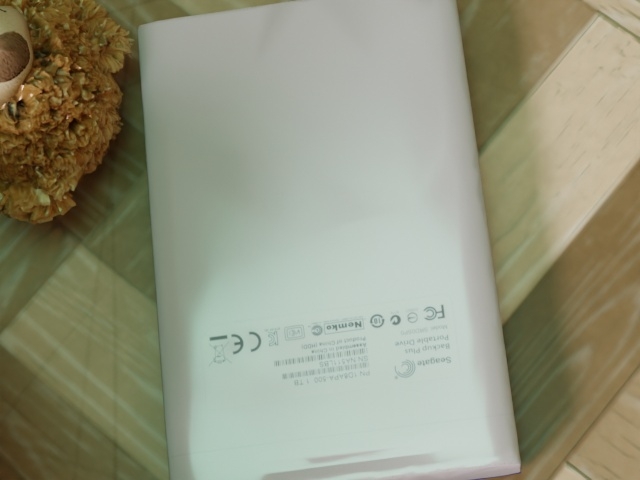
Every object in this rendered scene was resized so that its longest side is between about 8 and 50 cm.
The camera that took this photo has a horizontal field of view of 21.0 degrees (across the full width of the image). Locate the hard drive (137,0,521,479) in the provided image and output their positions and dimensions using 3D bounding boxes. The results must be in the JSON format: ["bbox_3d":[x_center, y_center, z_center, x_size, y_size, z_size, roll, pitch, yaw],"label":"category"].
[{"bbox_3d":[0.000,0.000,1.082,0.210,0.040,0.319,-8,71,5],"label":"hard drive"}]

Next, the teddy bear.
[{"bbox_3d":[-0.294,-0.130,1.110,0.338,0.113,0.245,32,54,21],"label":"teddy bear"}]
